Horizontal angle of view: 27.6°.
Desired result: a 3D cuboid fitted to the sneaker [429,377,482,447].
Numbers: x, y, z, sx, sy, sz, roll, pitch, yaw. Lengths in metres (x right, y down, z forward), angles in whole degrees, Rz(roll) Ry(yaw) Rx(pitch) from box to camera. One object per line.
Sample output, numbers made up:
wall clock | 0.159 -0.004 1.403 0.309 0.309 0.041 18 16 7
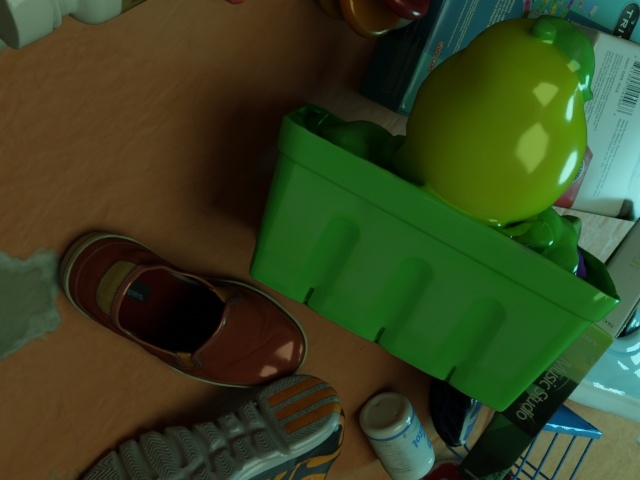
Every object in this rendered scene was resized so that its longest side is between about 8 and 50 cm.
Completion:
sneaker | 0.198 0.174 1.695 0.081 0.080 0.211 -5 115 -33

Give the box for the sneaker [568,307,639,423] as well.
sneaker | 0.436 0.165 1.838 0.366 0.135 0.150 16 105 -42

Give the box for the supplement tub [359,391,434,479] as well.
supplement tub | 0.098 0.250 1.660 0.071 0.071 0.107 -41 130 -15

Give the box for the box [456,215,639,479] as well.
box | 0.291 0.134 1.534 0.232 0.058 0.322 -45 165 -44

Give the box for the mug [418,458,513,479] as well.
mug | 0.205 0.367 1.798 0.113 0.150 0.169 -26 130 21

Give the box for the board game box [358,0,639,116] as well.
board game box | 0.229 -0.234 1.521 0.336 0.079 0.253 15 102 -41

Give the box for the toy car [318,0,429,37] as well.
toy car | 0.076 -0.290 1.324 0.159 0.136 0.182 19 111 -40

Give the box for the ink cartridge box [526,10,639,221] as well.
ink cartridge box | 0.335 -0.134 1.520 0.273 0.114 0.197 9 105 -40

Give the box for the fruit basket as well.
fruit basket | 0.142 -0.062 1.297 0.392 0.283 0.392 1 100 6

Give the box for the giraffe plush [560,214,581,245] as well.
giraffe plush | 0.197 0.029 1.577 0.210 0.170 0.181 10 100 -65

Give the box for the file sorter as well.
file sorter | 0.271 0.266 1.772 0.170 0.118 0.104 16 104 -41

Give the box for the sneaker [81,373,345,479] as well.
sneaker | -0.113 0.285 1.480 0.321 0.124 0.180 -20 142 -10

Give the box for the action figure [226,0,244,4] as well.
action figure | -0.011 -0.347 1.248 0.091 0.139 0.280 21 100 -41

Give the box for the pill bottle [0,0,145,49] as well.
pill bottle | -0.193 -0.264 1.144 0.229 0.131 0.131 -33 128 -21

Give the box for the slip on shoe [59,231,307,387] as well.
slip on shoe | -0.128 0.090 1.388 0.331 0.101 0.123 31 89 -44
